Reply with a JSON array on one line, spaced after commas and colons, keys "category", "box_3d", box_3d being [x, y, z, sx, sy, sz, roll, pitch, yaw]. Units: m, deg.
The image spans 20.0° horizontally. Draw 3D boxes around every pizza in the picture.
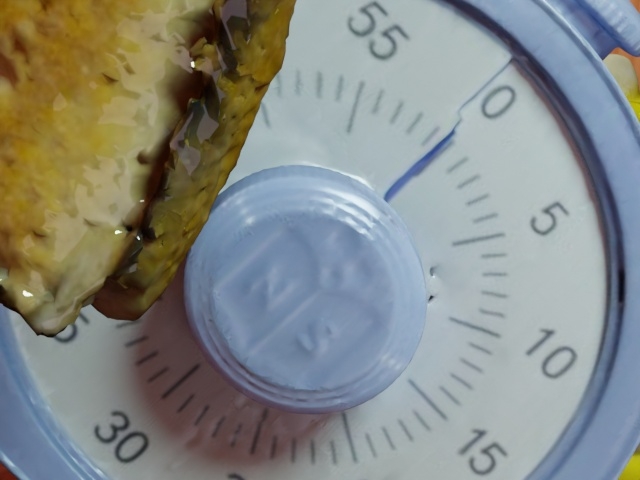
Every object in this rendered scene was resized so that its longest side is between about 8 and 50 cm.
[{"category": "pizza", "box_3d": [-0.142, -0.156, 0.707, 0.435, 0.080, 0.392, -32, 90, 17]}]

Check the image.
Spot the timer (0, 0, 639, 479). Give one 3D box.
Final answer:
[{"category": "timer", "box_3d": [0.000, 0.000, 0.890, 0.395, 0.173, 0.395, 0, 101, 1]}]

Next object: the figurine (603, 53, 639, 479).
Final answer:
[{"category": "figurine", "box_3d": [0.175, 0.032, 1.065, 0.343, 0.215, 0.187, -45, 158, 20]}]
